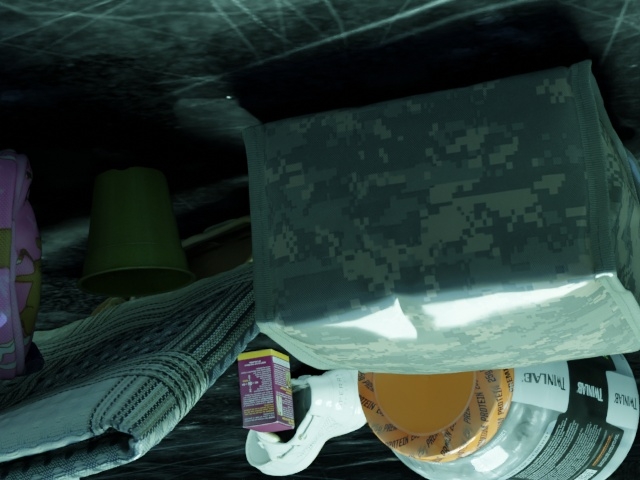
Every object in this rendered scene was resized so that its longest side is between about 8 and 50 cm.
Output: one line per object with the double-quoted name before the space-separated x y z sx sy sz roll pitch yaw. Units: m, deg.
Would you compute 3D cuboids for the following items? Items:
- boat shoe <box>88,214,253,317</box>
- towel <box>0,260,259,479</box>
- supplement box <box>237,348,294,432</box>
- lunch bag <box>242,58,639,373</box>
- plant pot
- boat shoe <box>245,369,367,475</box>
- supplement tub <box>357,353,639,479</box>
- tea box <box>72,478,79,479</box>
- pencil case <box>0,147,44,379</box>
"boat shoe" -0.110 0.041 1.350 0.285 0.104 0.089 -30 149 35
"towel" -0.189 0.099 1.152 0.324 0.056 0.312 -20 -167 27
"supplement box" -0.060 0.166 1.836 0.043 0.083 0.055 -10 163 18
"lunch bag" 0.105 0.008 1.148 0.235 0.169 0.287 -9 160 15
"plant pot" -0.132 -0.008 1.174 0.083 0.079 0.083 -6 165 -2
"boat shoe" -0.040 0.213 2.009 0.096 0.098 0.277 3 154 -28
"supplement tub" 0.178 0.153 1.657 0.193 0.193 0.316 -13 163 28
"tea box" -0.447 0.380 2.032 0.220 0.329 0.323 -8 164 11
"pencil case" -0.374 0.021 1.065 0.386 0.160 0.167 -2 133 -10
